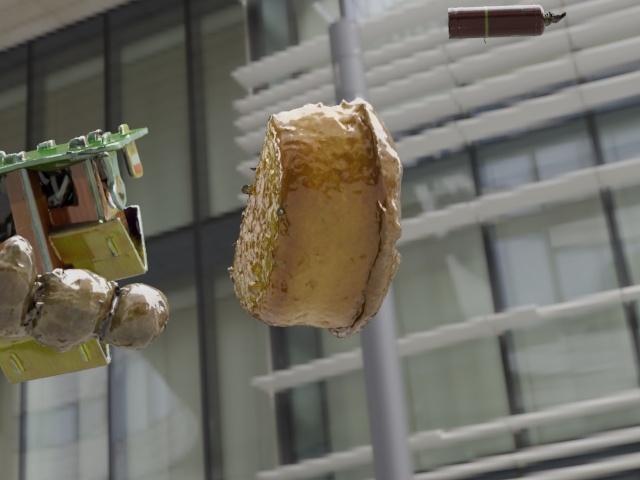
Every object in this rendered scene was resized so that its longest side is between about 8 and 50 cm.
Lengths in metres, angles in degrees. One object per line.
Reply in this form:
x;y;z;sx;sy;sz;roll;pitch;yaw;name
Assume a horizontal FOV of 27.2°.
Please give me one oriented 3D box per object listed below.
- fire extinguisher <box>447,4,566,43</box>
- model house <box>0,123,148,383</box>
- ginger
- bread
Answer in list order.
0.212;-0.249;1.514;0.132;0.039;0.056;-1;-7;5;fire extinguisher
-0.359;0.017;1.876;0.300;0.323;0.340;-11;9;7;model house
-0.246;0.063;1.292;0.204;0.080;0.104;18;-73;-23;ginger
0.000;0.000;1.682;0.194;0.179;0.340;6;-54;-14;bread
